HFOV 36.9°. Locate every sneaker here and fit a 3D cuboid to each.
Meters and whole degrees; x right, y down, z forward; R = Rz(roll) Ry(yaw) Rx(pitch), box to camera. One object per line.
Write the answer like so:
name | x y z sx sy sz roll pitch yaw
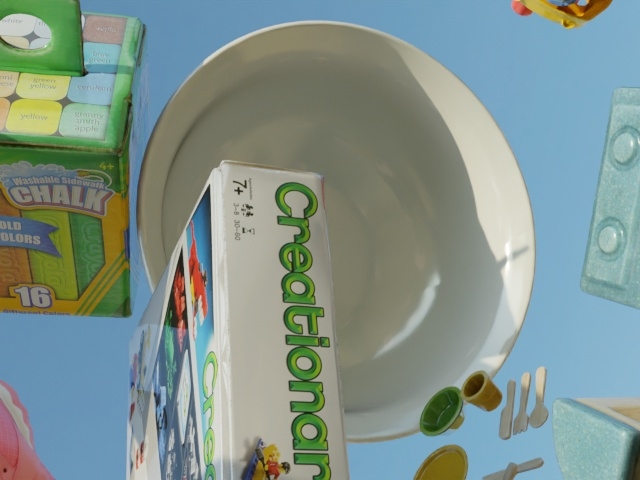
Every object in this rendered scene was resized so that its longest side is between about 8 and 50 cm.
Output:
sneaker | -0.310 0.267 0.945 0.116 0.314 0.136 -39 -13 -4

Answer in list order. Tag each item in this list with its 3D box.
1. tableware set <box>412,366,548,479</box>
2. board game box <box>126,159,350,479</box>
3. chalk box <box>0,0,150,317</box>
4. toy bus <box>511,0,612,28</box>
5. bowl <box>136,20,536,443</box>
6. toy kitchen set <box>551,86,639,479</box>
tableware set | 0.084 0.140 0.566 0.024 0.104 0.154 40 -137 -21
board game box | -0.042 0.146 0.405 0.053 0.193 0.305 7 -120 -20
chalk box | -0.183 -0.064 0.623 0.132 0.132 0.213 3 -41 -4
toy bus | 0.242 -0.278 0.901 0.220 0.149 0.211 -59 0 -41
bowl | 0.000 0.000 0.715 0.297 0.134 0.298 4 -102 -20
toy kitchen set | 0.152 0.039 0.292 0.122 0.207 0.166 4 -82 -30
